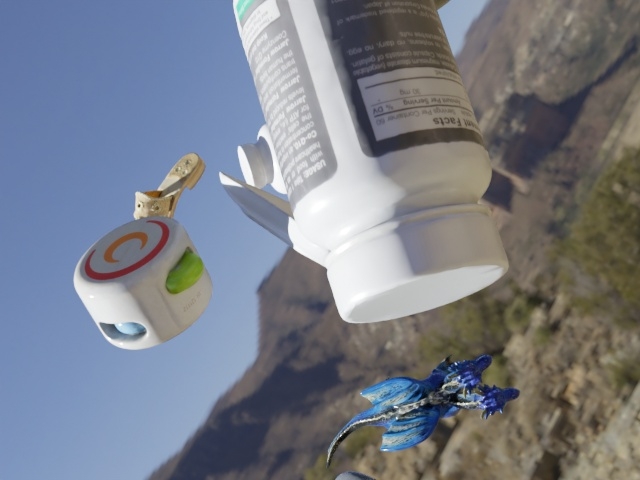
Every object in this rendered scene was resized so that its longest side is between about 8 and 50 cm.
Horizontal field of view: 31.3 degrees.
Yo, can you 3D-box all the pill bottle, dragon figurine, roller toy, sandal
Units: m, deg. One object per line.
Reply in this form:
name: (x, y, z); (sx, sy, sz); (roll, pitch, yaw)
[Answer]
pill bottle: (0.051, -0.114, 1.146); (0.204, 0.204, 0.361); (100, 155, -73)
dragon figurine: (0.107, 0.207, 1.406); (0.289, 0.085, 0.144); (-22, -6, 17)
roller toy: (-0.273, 0.069, 1.781); (0.191, 0.146, 0.209); (-28, 32, -5)
sandal: (-0.303, -0.076, 2.079); (0.079, 0.088, 0.240); (48, -115, -42)
pill bottle: (-0.023, -0.179, 2.237); (0.264, 0.146, 0.146); (-18, -17, -11)

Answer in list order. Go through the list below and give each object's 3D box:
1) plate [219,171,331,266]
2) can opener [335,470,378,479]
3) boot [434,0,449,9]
plate: (0.000, 0.000, 1.783); (0.277, 0.278, 0.045); (25, -84, -48)
can opener: (0.094, 0.365, 1.485); (0.076, 0.095, 0.283); (-58, 18, -11)
boot: (0.110, -0.303, 1.498); (0.246, 0.083, 0.161); (-30, 22, 0)
